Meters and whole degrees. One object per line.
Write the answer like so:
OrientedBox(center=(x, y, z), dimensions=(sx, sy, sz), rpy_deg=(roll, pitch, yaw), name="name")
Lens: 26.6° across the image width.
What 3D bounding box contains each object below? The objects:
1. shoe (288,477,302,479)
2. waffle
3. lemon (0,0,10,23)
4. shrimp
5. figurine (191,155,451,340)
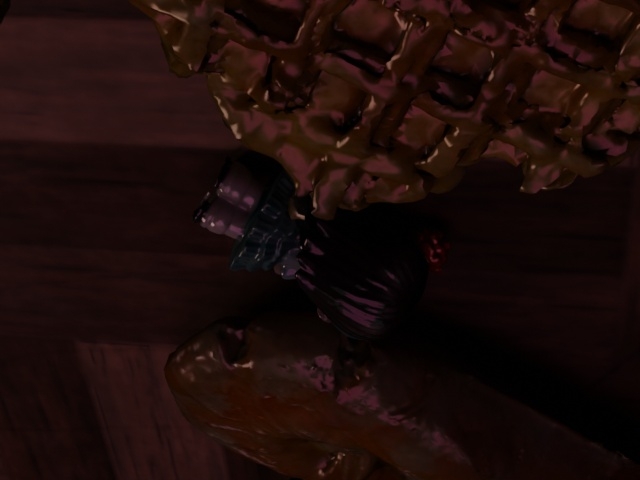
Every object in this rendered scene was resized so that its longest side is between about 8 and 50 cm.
OrientedBox(center=(0.044, 0.216, 0.760), dimensions=(0.227, 0.099, 0.112), rpy_deg=(29, 141, -12), name="shoe")
OrientedBox(center=(0.045, -0.113, 0.448), dimensions=(0.254, 0.052, 0.245), rpy_deg=(-17, 128, 25), name="waffle")
OrientedBox(center=(-0.173, -0.115, 0.403), dimensions=(0.206, 0.173, 0.173), rpy_deg=(1, 137, 29), name="lemon")
OrientedBox(center=(0.062, 0.108, 0.670), dimensions=(0.294, 0.062, 0.154), rpy_deg=(24, 147, -9), name="shrimp")
OrientedBox(center=(0.000, 0.000, 0.579), dimensions=(0.106, 0.060, 0.047), rpy_deg=(30, 169, -7), name="figurine")
